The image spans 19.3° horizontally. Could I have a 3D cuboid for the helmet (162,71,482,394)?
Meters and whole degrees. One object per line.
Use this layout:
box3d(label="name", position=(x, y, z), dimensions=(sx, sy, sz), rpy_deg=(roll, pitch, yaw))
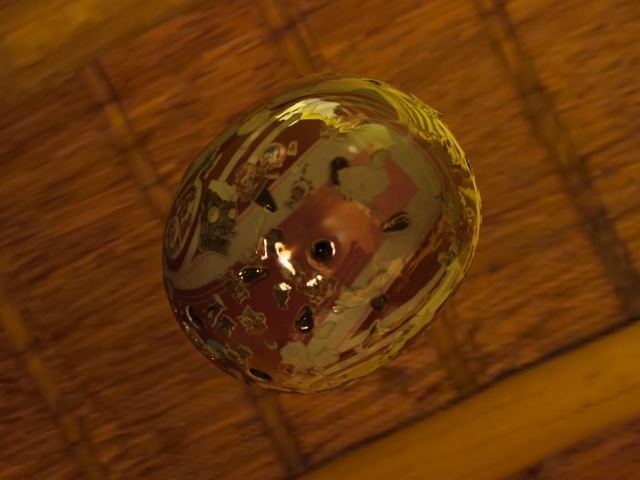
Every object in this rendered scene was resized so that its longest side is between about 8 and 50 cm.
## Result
box3d(label="helmet", position=(0.007, -0.006, 0.961), dimensions=(0.153, 0.107, 0.177), rpy_deg=(41, -101, -6))
